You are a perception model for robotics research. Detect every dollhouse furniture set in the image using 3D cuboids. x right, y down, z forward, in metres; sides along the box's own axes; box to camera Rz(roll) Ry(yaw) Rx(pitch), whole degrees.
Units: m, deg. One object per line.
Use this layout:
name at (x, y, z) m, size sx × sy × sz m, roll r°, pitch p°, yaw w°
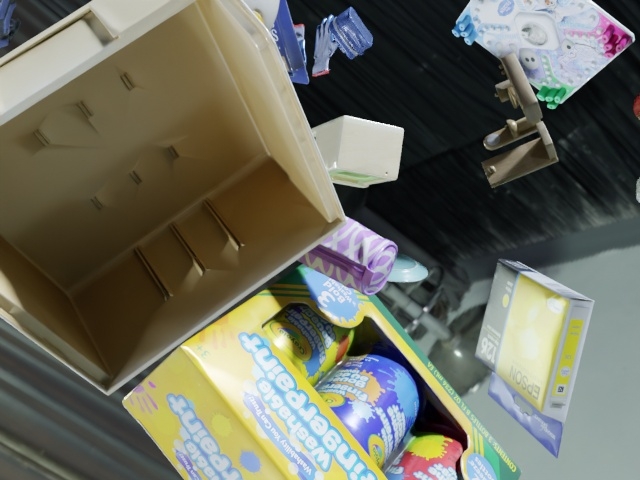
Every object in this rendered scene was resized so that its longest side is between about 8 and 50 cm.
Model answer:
dollhouse furniture set at (0.315, -0.205, 1.318) m, size 0.123 × 0.151 × 0.144 m, roll -23°, pitch 58°, yaw 15°

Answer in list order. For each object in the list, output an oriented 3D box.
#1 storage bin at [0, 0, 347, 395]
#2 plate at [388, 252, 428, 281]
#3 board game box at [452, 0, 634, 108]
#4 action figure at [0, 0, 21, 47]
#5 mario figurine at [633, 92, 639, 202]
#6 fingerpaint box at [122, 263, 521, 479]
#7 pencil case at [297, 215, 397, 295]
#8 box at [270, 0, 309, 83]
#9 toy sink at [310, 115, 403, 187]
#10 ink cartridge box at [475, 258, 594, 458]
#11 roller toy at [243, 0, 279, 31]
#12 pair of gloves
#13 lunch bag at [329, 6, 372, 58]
storage bin at (-0.142, -0.043, 0.606) m, size 0.262 × 0.260 × 0.123 m, roll -35°, pitch 57°, yaw -7°
plate at (0.186, 0.062, 1.969) m, size 0.188 × 0.188 × 0.024 m, roll -110°, pitch 25°, yaw -67°
board game box at (0.575, -0.553, 2.044) m, size 0.050 × 0.390 × 0.390 m, roll -52°, pitch 0°, yaw -18°
action figure at (-0.494, -0.478, 1.158) m, size 0.330 × 0.179 × 0.341 m, roll -42°, pitch -17°, yaw -51°
mario figurine at (0.622, -0.140, 1.254) m, size 0.320 × 0.198 × 0.170 m, roll -99°, pitch 29°, yaw -42°
fingerpaint box at (0.027, 0.267, 1.024) m, size 0.163 × 0.444 × 0.371 m, roll -43°, pitch -7°, yaw 35°
pencil case at (0.000, 0.000, 1.012) m, size 0.088 × 0.206 × 0.086 m, roll -2°, pitch -67°, yaw -63°
box at (-0.100, -0.394, 1.413) m, size 0.037 × 0.225 × 0.136 m, roll -35°, pitch 34°, yaw -26°
toy sink at (0.070, -0.200, 1.795) m, size 0.234 × 0.153 × 0.131 m, roll -179°, pitch 98°, yaw -68°
ink cartridge box at (0.403, 0.219, 1.506) m, size 0.303 × 0.072 × 0.307 m, roll -138°, pitch 59°, yaw -72°
roller toy at (-0.160, -0.355, 1.119) m, size 0.209 × 0.146 × 0.191 m, roll 4°, pitch 79°, yaw 40°
pair of gloves at (-0.026, -0.465, 1.842) m, size 0.198 × 0.023 × 0.159 m, roll -2°, pitch 73°, yaw 40°
lunch bag at (0.064, -0.438, 1.628) m, size 0.065 × 0.098 × 0.067 m, roll -28°, pitch 27°, yaw 24°
